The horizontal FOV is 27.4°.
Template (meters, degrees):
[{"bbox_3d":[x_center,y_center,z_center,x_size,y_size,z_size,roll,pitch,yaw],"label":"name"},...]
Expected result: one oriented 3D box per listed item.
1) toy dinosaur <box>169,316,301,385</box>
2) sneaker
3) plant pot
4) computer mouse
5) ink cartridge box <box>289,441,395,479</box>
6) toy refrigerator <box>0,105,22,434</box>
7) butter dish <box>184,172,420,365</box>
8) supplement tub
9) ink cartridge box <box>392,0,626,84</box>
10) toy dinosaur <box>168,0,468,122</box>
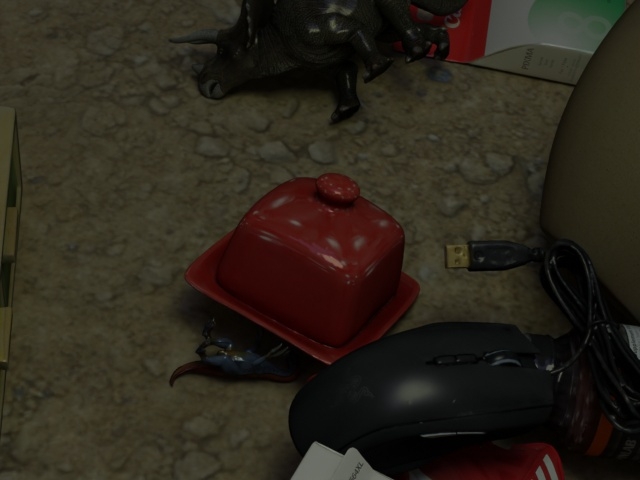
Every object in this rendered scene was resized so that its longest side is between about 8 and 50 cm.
[{"bbox_3d":[-0.059,0.094,1.037,0.082,0.090,0.047,36,26,-20],"label":"toy dinosaur"},{"bbox_3d":[0.091,0.169,0.978,0.128,0.087,0.221,-15,49,-43],"label":"sneaker"},{"bbox_3d":[0.292,-0.031,1.067,0.191,0.284,0.284,-45,62,4],"label":"plant pot"},{"bbox_3d":[0.098,0.067,0.942,0.262,0.060,0.184,-9,51,-6],"label":"computer mouse"},{"bbox_3d":[0.009,0.212,0.868,0.089,0.143,0.092,24,51,12],"label":"ink cartridge box"},{"bbox_3d":[-0.279,0.024,1.011,0.094,0.102,0.270,1,49,-8],"label":"toy refrigerator"},{"bbox_3d":[0.000,0.000,1.046,0.159,0.118,0.160,29,34,15],"label":"butter dish"},{"bbox_3d":[0.248,0.119,1.008,0.197,0.106,0.106,8,49,-1],"label":"supplement tub"},{"bbox_3d":[0.198,-0.247,1.346,0.224,0.056,0.181,13,49,0],"label":"ink cartridge box"},{"bbox_3d":[0.032,-0.218,1.238,0.313,0.121,0.160,-33,80,-20],"label":"toy dinosaur"}]
